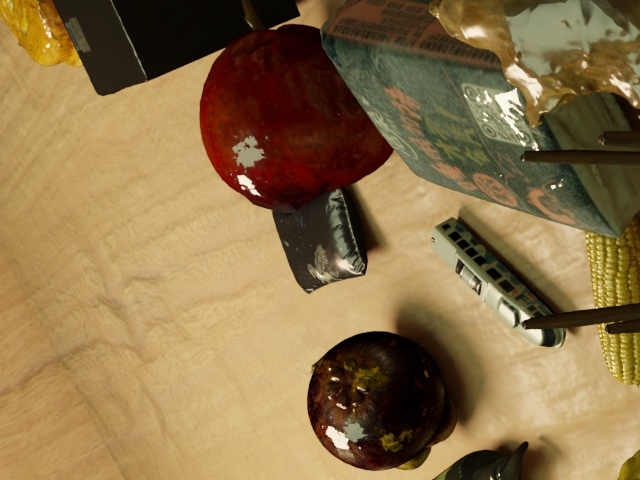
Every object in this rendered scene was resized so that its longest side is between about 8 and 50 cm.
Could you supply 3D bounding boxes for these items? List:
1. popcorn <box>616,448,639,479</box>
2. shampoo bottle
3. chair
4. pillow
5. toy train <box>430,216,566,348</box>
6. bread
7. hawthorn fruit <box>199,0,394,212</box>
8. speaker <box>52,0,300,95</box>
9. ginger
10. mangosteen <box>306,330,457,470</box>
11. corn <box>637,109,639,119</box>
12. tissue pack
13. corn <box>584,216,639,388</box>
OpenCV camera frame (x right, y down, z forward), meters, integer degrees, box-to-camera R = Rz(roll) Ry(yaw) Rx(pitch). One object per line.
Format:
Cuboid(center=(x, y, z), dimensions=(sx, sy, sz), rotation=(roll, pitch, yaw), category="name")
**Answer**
Cuboid(center=(0.400, 0.317, 1.453), dimensions=(0.286, 0.174, 0.225), rotation=(56, 171, -12), category="popcorn")
Cuboid(center=(0.201, 0.337, 1.893), dimensions=(0.101, 0.101, 0.284), rotation=(56, 153, 12), category="shampoo bottle")
Cuboid(center=(0.321, -0.007, 1.197), dimensions=(0.188, 0.272, 0.166), rotation=(172, 98, -73), category="chair")
Cuboid(center=(0.000, 0.000, 1.980), dimensions=(0.208, 0.055, 0.141), rotation=(-17, 94, 63), category="pillow")
Cuboid(center=(0.207, 0.054, 1.672), dimensions=(0.207, 0.047, 0.043), rotation=(46, 151, 32), category="toy train")
Cuboid(center=(-0.442, -0.387, 2.327), dimensions=(0.236, 0.120, 0.198), rotation=(50, 153, 24), category="bread")
Cuboid(center=(-0.045, -0.168, 1.702), dimensions=(0.266, 0.230, 0.210), rotation=(61, 148, 7), category="hawthorn fruit")
Cuboid(center=(-0.194, -0.312, 1.834), dimensions=(0.254, 0.232, 0.184), rotation=(2, 116, 66), category="speaker")
Cuboid(center=(0.199, -0.197, 1.158), dimensions=(0.270, 0.123, 0.218), rotation=(9, 102, 26), category="ginger")
Cuboid(center=(0.089, 0.226, 1.932), dimensions=(0.192, 0.192, 0.217), rotation=(35, 175, 42), category="mangosteen")
Cuboid(center=(0.348, -0.120, 1.223), dimensions=(0.203, 0.072, 0.072), rotation=(17, 130, 56), category="corn")
Cuboid(center=(0.162, -0.132, 1.440), dimensions=(0.316, 0.103, 0.228), rotation=(22, 154, 52), category="tissue pack")
Cuboid(center=(0.310, 0.060, 1.468), dimensions=(0.067, 0.067, 0.206), rotation=(19, 130, 54), category="corn")
